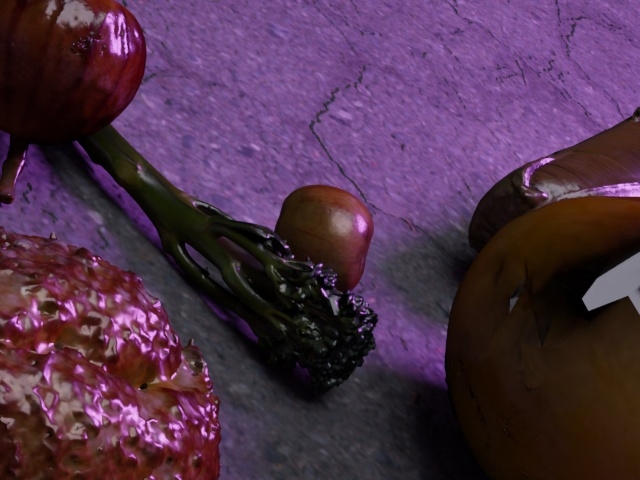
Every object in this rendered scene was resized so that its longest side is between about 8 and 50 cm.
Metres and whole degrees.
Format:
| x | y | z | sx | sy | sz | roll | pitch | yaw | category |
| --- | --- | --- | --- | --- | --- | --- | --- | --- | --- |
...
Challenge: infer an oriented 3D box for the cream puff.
| x | y | z | sx | sy | sz | roll | pitch | yaw | category |
| --- | --- | --- | --- | --- | --- | --- | --- | --- | --- |
| -0.151 | 0.091 | 0.939 | 0.240 | 0.164 | 0.240 | 33 | 20 | -14 | cream puff |

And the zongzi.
| x | y | z | sx | sy | sz | roll | pitch | yaw | category |
| --- | --- | --- | --- | --- | --- | --- | --- | --- | --- |
| 0.282 | 0.046 | 1.484 | 0.300 | 0.145 | 0.274 | 51 | 37 | 12 | zongzi |

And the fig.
| x | y | z | sx | sy | sz | roll | pitch | yaw | category |
| --- | --- | --- | --- | --- | --- | --- | --- | --- | --- |
| -0.174 | -0.111 | 1.223 | 0.128 | 0.128 | 0.150 | -14 | 86 | -53 | fig |

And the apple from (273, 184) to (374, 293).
| x | y | z | sx | sy | sz | roll | pitch | yaw | category |
| --- | --- | --- | --- | --- | --- | --- | --- | --- | --- |
| 0.000 | 0.000 | 1.311 | 0.071 | 0.084 | 0.084 | 14 | 31 | 4 | apple |

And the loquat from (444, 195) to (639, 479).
| x | y | z | sx | sy | sz | roll | pitch | yaw | category |
| --- | --- | --- | --- | --- | --- | --- | --- | --- | --- |
| 0.197 | 0.083 | 1.248 | 0.235 | 0.235 | 0.235 | 26 | 32 | -17 | loquat |

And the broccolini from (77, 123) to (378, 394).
| x | y | z | sx | sy | sz | roll | pitch | yaw | category |
| --- | --- | --- | --- | --- | --- | --- | --- | --- | --- |
| -0.102 | -0.048 | 1.284 | 0.392 | 0.079 | 0.074 | 47 | 10 | 20 | broccolini |
